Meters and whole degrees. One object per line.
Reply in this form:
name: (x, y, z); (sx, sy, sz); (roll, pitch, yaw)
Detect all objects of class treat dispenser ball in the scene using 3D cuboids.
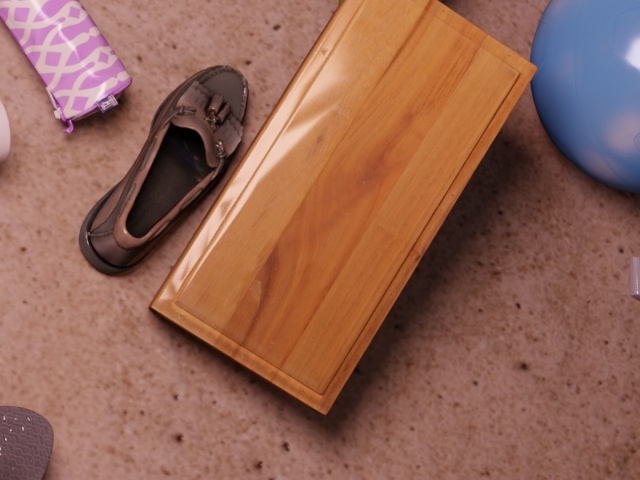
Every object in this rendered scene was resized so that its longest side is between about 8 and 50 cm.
treat dispenser ball: (0.383, -0.196, 1.829); (0.288, 0.288, 0.288); (8, 73, -29)

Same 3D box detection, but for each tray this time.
tray: (0.024, -0.054, 1.606); (0.203, 0.076, 0.411); (32, 84, -6)

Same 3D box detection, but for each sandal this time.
sandal: (-0.339, 0.252, 1.437); (0.097, 0.054, 0.254); (39, 71, -8)

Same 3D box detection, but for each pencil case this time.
pencil case: (-0.270, -0.208, 1.575); (0.088, 0.086, 0.206); (-34, 95, -7)

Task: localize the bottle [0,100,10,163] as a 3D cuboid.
bottle: (-0.421, -0.082, 1.435); (0.283, 0.092, 0.118); (-10, 116, -32)

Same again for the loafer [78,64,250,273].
loafer: (-0.139, -0.078, 1.612); (0.096, 0.084, 0.267); (41, 61, -15)

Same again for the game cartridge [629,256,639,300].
game cartridge: (0.411, 0.052, 1.942); (0.083, 0.017, 0.056); (8, 77, -28)

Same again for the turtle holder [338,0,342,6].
turtle holder: (0.031, -0.408, 1.737); (0.227, 0.243, 0.320); (-21, 126, -19)
